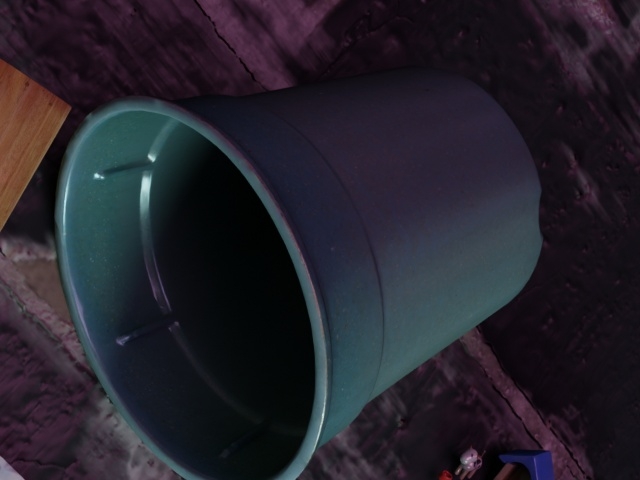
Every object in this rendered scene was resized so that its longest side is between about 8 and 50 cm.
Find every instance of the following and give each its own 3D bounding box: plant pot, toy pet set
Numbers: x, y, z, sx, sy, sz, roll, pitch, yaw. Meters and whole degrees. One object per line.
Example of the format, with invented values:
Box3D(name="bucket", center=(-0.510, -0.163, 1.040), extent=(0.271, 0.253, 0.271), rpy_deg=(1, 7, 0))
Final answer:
Box3D(name="plant pot", center=(0.000, 0.000, 1.164), extent=(0.334, 0.341, 0.341), rpy_deg=(-24, 101, -40))
Box3D(name="toy pet set", center=(0.207, 0.261, 1.396), extent=(0.114, 0.122, 0.065), rpy_deg=(-2, 132, -55))

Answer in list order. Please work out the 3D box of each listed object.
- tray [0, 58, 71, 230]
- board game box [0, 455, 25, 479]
Box3D(name="tray", center=(-0.348, 0.063, 0.986), extent=(0.076, 0.203, 0.411), rpy_deg=(36, 70, -26))
Box3D(name="board game box", center=(-0.302, 0.218, 1.120), extent=(0.090, 0.020, 0.090), rpy_deg=(-49, 113, -25))
